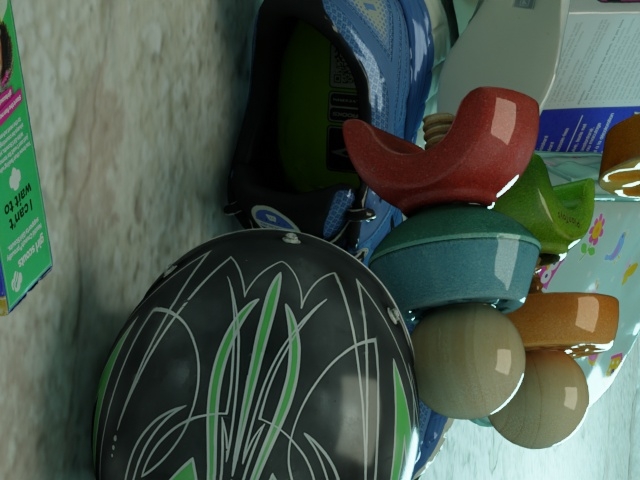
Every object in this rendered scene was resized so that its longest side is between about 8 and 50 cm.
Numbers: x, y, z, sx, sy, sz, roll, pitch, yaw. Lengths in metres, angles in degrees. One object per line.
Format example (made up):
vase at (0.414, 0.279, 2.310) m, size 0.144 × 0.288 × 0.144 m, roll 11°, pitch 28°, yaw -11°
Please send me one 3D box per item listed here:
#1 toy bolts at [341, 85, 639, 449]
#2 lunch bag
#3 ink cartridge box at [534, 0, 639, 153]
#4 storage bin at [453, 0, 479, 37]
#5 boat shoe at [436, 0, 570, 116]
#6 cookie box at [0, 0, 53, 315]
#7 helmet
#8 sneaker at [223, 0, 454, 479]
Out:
toy bolts at (0.128, 0.019, 0.962) m, size 0.228 × 0.218 × 0.159 m, roll 14°, pitch 68°, yaw -52°
lunch bag at (0.185, 0.030, 1.504) m, size 0.279 × 0.108 × 0.224 m, roll -2°, pitch 114°, yaw -57°
ink cartridge box at (0.234, -0.133, 1.562) m, size 0.371 × 0.069 × 0.176 m, roll -7°, pitch 131°, yaw -39°
storage bin at (0.204, -0.234, 1.683) m, size 0.262 × 0.123 × 0.260 m, roll 73°, pitch 25°, yaw -49°
boat shoe at (0.113, -0.120, 1.085) m, size 0.063 × 0.066 × 0.184 m, roll 70°, pitch 31°, yaw -65°
cookie box at (-0.140, -0.033, 0.587) m, size 0.040 × 0.091 × 0.107 m, roll -54°, pitch 143°, yaw -58°
helmet at (-0.030, 0.085, 0.857) m, size 0.161 × 0.169 × 0.169 m, roll 96°, pitch 3°, yaw -69°
sneaker at (0.000, 0.000, 1.066) m, size 0.147 × 0.129 × 0.330 m, roll -19°, pitch 107°, yaw -58°
